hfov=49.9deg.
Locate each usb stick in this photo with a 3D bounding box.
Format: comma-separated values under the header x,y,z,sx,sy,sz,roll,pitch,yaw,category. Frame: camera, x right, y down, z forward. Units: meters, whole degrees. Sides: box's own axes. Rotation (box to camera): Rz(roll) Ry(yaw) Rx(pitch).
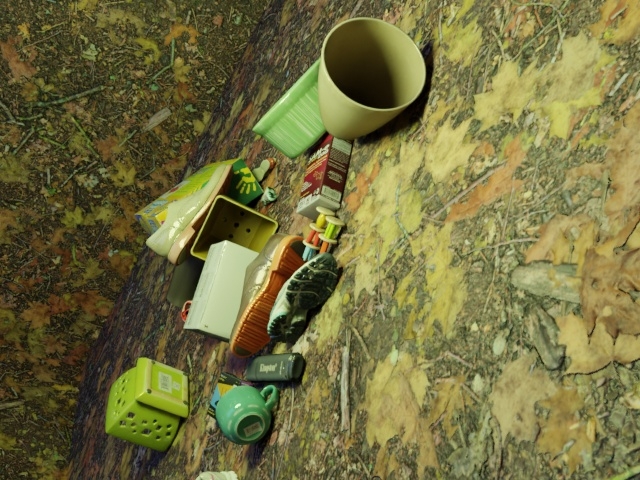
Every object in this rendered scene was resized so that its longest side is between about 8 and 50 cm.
x,y,z,sx,sy,sz,roll,pitch,yaw,category
-0.122,0.330,1.781,0.278,0.045,0.077,-20,51,59,usb stick

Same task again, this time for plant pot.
x,y,z,sx,sy,sz,roll,pitch,yaw,category
-0.573,0.543,2.337,0.207,0.227,0.228,-50,28,22,plant pot
-0.278,-0.031,2.252,0.212,0.212,0.187,-63,11,12,plant pot
0.096,-0.369,1.736,0.274,0.257,0.256,124,160,-66,plant pot

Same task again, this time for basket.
x,y,z,sx,sy,sz,roll,pitch,yaw,category
-0.481,0.134,2.589,0.204,0.154,0.226,40,111,47,basket

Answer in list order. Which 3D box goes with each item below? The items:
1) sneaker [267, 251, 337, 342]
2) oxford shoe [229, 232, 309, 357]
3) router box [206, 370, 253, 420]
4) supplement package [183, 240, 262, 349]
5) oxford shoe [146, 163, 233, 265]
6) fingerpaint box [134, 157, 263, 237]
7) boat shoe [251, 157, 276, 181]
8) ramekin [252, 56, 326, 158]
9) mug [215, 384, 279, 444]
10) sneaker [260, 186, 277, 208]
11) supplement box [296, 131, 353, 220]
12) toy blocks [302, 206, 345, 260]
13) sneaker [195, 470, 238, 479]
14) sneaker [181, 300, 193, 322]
x,y,z,sx,sy,sz,roll,pitch,yaw,category
-0.056,0.124,1.749,0.283,0.110,0.122,-55,23,27,sneaker
-0.158,0.147,1.887,0.133,0.130,0.363,16,74,47,oxford shoe
-0.259,0.453,1.961,0.179,0.046,0.133,-4,66,64,router box
-0.243,0.161,1.987,0.145,0.204,0.261,-13,58,63,supplement package
-0.424,-0.113,2.266,0.397,0.147,0.140,-59,-8,-24,oxford shoe
-0.462,-0.132,2.563,0.371,0.163,0.445,-38,17,-19,fingerpaint box
-0.204,-0.253,2.472,0.043,0.049,0.137,-31,-7,-41,boat shoe
-0.041,-0.378,1.996,0.303,0.148,0.303,-44,12,12,ramekin
-0.182,0.430,1.714,0.157,0.129,0.097,-65,27,6,mug
-0.178,-0.135,2.322,0.069,0.038,0.098,-61,15,18,sneaker
0.015,-0.187,1.912,0.130,0.073,0.239,-29,43,56,supplement box
0.000,0.000,1.802,0.148,0.054,0.123,-68,28,16,toy blocks
-0.280,0.692,1.714,0.103,0.111,0.252,-49,30,36,sneaker
-0.395,0.226,2.325,0.090,0.145,0.270,-62,24,12,sneaker
